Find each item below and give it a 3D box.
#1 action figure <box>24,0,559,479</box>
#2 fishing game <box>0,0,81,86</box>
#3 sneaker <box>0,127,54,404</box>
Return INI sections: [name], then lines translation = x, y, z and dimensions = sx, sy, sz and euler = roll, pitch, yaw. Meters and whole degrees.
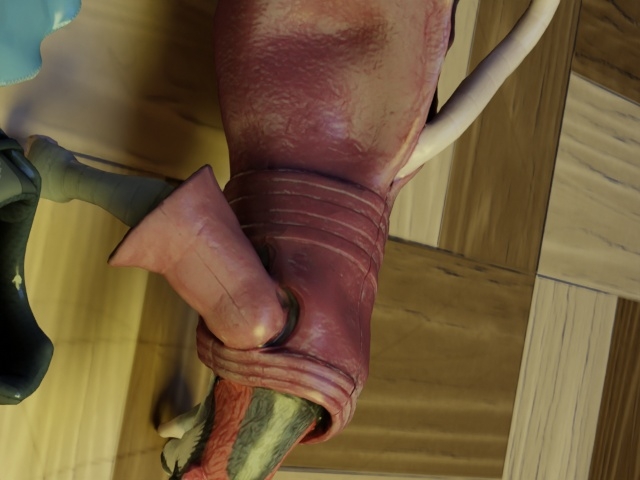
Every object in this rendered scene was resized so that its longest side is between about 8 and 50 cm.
[action figure]
translation = 0.000, 0.000, 1.039
dimensions = 0.248, 0.276, 0.370
euler = 53, 40, -55
[fishing game]
translation = -0.153, -0.150, 0.783
dimensions = 0.189, 0.041, 0.264
euler = 35, 65, -58
[sneaker]
translation = -0.187, -0.052, 0.853
dimensions = 0.111, 0.121, 0.300
euler = -43, 131, -44
